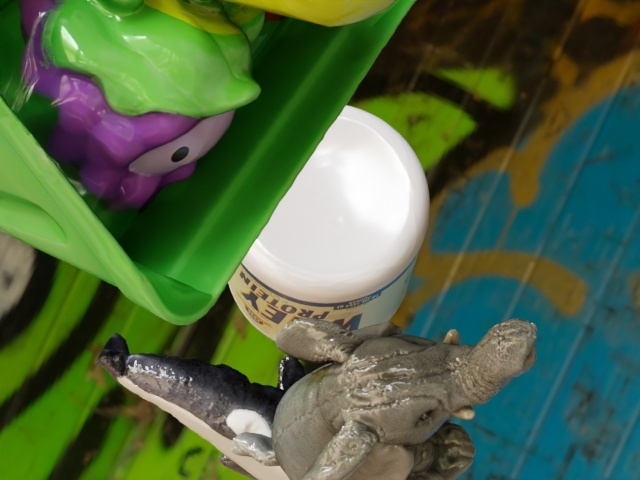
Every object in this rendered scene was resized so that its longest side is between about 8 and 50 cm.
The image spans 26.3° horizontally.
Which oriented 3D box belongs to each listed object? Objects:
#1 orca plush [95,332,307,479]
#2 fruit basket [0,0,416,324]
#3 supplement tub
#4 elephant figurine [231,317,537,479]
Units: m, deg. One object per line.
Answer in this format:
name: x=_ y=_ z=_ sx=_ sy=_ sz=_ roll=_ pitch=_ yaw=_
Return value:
orca plush: x=-0.060 y=0.148 z=1.245 sx=0.287 sy=0.102 sz=0.151 roll=28 pitch=-23 yaw=4
fruit basket: x=-0.036 y=-0.167 z=0.760 sx=0.392 sy=0.392 sz=0.283 roll=24 pitch=-28 yaw=49
supplement tub: x=0.000 y=0.000 z=1.645 sx=0.235 sy=0.235 sz=0.325 roll=25 pitch=-18 yaw=7
elephant figurine: x=0.040 y=0.118 z=1.027 sx=0.169 sy=0.186 sz=0.239 roll=39 pitch=-13 yaw=17
